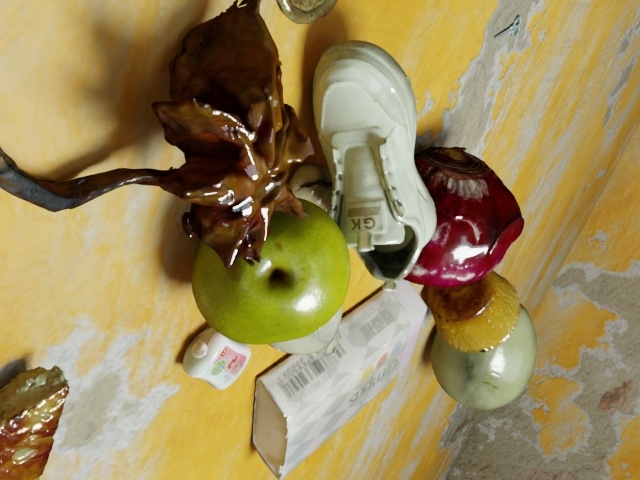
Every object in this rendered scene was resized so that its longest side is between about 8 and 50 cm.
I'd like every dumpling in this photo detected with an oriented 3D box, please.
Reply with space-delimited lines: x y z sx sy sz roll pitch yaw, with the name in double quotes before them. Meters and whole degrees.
"dumpling" -0.023 0.084 0.896 0.181 0.111 0.155 91 8 -59

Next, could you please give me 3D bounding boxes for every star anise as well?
"star anise" -0.115 -0.085 0.546 0.346 0.148 0.238 -21 114 -43

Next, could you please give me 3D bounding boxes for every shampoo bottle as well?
"shampoo bottle" -0.139 0.154 0.834 0.072 0.043 0.099 -52 151 -9

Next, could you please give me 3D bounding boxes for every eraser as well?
"eraser" 0.045 0.239 1.163 0.396 0.082 0.213 -31 142 -39

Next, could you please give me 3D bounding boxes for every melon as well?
"melon" 0.409 0.279 1.594 0.271 0.271 0.308 -8 97 -54

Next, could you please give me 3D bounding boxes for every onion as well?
"onion" 0.192 -0.021 1.002 0.206 0.206 0.216 -18 132 -49

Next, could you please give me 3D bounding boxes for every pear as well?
"pear" -0.061 0.029 0.732 0.180 0.216 0.166 -25 103 -8

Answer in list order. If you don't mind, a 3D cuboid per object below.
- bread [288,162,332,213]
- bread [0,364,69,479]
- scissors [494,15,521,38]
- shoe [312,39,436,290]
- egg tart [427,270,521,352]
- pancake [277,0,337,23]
"bread" 0.027 -0.056 0.873 0.214 0.053 0.073 19 98 -60
"bread" -0.306 0.202 0.614 0.154 0.054 0.136 -33 142 -28
"scissors" 0.318 -0.355 1.073 0.083 0.006 0.036 -34 142 -36
"shoe" 0.059 -0.063 0.749 0.316 0.124 0.159 62 34 -40
"egg tart" 0.327 0.137 1.397 0.203 0.202 0.147 -55 143 -4
"pancake" -0.007 -0.276 0.645 0.115 0.011 0.115 -40 148 -32
